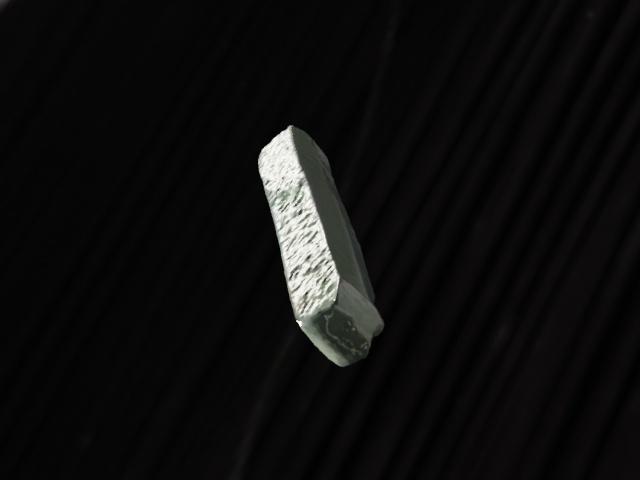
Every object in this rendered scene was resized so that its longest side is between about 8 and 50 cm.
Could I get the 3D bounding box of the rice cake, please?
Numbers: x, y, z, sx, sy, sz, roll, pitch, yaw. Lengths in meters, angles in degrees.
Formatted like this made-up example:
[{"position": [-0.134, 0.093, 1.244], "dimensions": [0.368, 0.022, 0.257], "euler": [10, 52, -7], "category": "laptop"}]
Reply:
[{"position": [0.000, 0.000, 0.854], "dimensions": [0.042, 0.030, 0.180], "euler": [48, -168, -25], "category": "rice cake"}]
